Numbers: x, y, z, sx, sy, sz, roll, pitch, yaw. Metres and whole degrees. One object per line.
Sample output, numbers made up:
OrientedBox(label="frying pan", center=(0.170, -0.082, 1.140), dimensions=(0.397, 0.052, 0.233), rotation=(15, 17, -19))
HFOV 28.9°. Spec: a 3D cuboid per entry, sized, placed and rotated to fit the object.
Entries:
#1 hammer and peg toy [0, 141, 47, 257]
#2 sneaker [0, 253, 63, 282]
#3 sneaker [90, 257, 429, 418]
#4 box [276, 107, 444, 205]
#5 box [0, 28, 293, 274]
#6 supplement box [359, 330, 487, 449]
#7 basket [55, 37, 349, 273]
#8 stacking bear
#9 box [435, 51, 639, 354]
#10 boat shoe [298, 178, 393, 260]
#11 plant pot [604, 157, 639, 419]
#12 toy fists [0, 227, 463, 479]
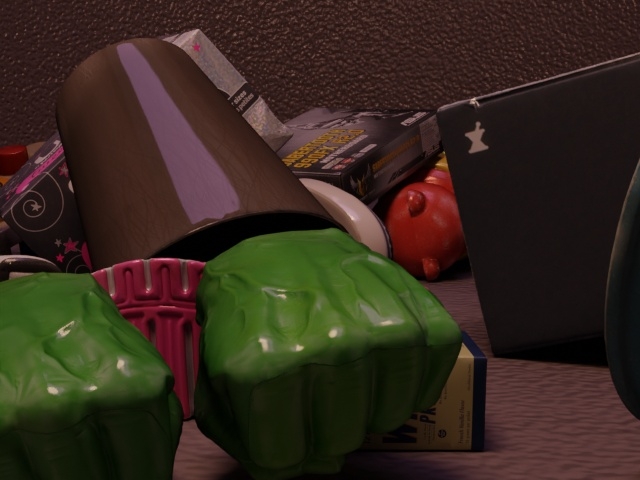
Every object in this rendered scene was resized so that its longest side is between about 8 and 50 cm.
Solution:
OrientedBox(label="hammer and peg toy", center=(-0.355, -0.066, 1.419), dimensions=(0.266, 0.127, 0.361), rotation=(4, 22, 25))
OrientedBox(label="sneaker", center=(-0.341, 0.041, 1.074), dimensions=(0.228, 0.086, 0.132), rotation=(9, -2, -21))
OrientedBox(label="sneaker", center=(-0.049, 0.063, 0.833), dimensions=(0.252, 0.103, 0.111), rotation=(6, 1, -13))
OrientedBox(label="box", center=(0.010, -0.094, 1.432), dimensions=(0.183, 0.056, 0.231), rotation=(6, 25, 34))
OrientedBox(label="box", center=(-0.176, -0.069, 1.178), dimensions=(0.247, 0.142, 0.163), rotation=(-46, 18, -9))
OrientedBox(label="supplement box", center=(0.052, 0.088, 0.749), dimensions=(0.083, 0.056, 0.083), rotation=(1, 7, -3))
OrientedBox(label="basket", center=(-0.115, -0.042, 0.982), dimensions=(0.204, 0.154, 0.227), rotation=(-10, 50, -30))
OrientedBox(label="stacking bear", center=(0.134, -0.037, 1.511), dimensions=(0.164, 0.175, 0.289), rotation=(-5, 14, 14))
OrientedBox(label="box", center=(0.326, -0.054, 1.085), dimensions=(0.293, 0.212, 0.395), rotation=(-13, -2, 29))
OrientedBox(label="boat shoe", center=(0.000, 0.000, 1.180), dimensions=(0.158, 0.127, 0.340), rotation=(-7, 6, -33))
OrientedBox(label="plant pot", center=(0.322, 0.022, 0.597), dimensions=(0.271, 0.272, 0.255), rotation=(-5, 24, -45))
OrientedBox(label="toy fists", center=(-0.068, 0.069, 0.620), dimensions=(0.279, 0.096, 0.142), rotation=(-9, 18, -15))
